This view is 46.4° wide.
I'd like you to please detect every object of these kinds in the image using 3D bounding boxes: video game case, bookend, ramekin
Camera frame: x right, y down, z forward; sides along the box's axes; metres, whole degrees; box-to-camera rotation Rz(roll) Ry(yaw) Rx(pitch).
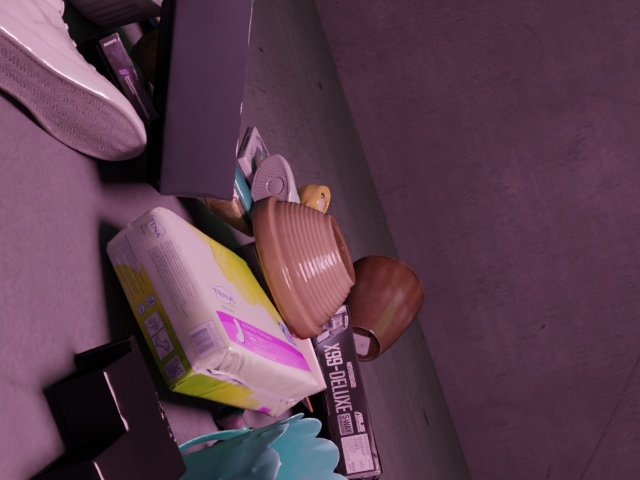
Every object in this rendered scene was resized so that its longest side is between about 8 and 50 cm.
[{"bbox_3d":[-0.120,-0.132,1.620,0.173,0.022,0.190,-84,152,-59],"label":"video game case"},{"bbox_3d":[-0.215,0.193,0.717,0.157,0.072,0.156,-37,107,-75],"label":"bookend"},{"bbox_3d":[-0.305,-0.407,1.074,0.207,0.109,0.207,-19,90,-77],"label":"ramekin"}]

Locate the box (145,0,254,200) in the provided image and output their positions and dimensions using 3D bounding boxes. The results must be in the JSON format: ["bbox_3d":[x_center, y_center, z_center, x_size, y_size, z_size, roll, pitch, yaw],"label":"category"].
[{"bbox_3d":[-0.167,-0.194,0.998,0.184,0.103,0.261,-149,-115,-72],"label":"box"}]

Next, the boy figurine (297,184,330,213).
[{"bbox_3d":[0.000,0.000,1.775,0.177,0.092,0.285,42,35,-58],"label":"boy figurine"}]

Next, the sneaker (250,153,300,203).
[{"bbox_3d":[-0.068,-0.046,1.550,0.151,0.094,0.255,4,78,-69],"label":"sneaker"}]

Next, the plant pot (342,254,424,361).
[{"bbox_3d":[0.126,0.187,1.846,0.215,0.216,0.230,66,30,-23],"label":"plant pot"}]

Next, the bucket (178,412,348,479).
[{"bbox_3d":[-0.074,0.345,0.839,0.281,0.183,0.281,-19,90,-77],"label":"bucket"}]

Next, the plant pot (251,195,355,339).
[{"bbox_3d":[-0.015,0.030,1.191,0.237,0.110,0.237,-20,90,-81],"label":"plant pot"}]

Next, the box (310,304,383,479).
[{"bbox_3d":[0.040,0.309,1.396,0.242,0.077,0.307,90,-10,-62],"label":"box"}]

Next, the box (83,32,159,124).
[{"bbox_3d":[-0.266,-0.215,0.988,0.162,0.029,0.116,27,-35,62],"label":"box"}]

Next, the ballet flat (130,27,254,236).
[{"bbox_3d":[-0.198,-0.156,1.159,0.123,0.123,0.348,-70,143,-69],"label":"ballet flat"}]

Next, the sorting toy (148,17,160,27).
[{"bbox_3d":[-0.245,-0.368,1.304,0.208,0.038,0.193,48,16,-2],"label":"sorting toy"}]

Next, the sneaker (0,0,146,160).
[{"bbox_3d":[-0.299,-0.224,0.862,0.292,0.108,0.169,47,31,-57],"label":"sneaker"}]

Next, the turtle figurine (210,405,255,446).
[{"bbox_3d":[-0.058,0.337,1.053,0.234,0.118,0.175,48,3,-20],"label":"turtle figurine"}]

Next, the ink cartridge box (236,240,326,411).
[{"bbox_3d":[-0.059,0.129,1.243,0.239,0.060,0.275,173,-102,-76],"label":"ink cartridge box"}]

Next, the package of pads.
[{"bbox_3d":[-0.134,0.100,0.981,0.229,0.101,0.296,57,6,27],"label":"package of pads"}]
